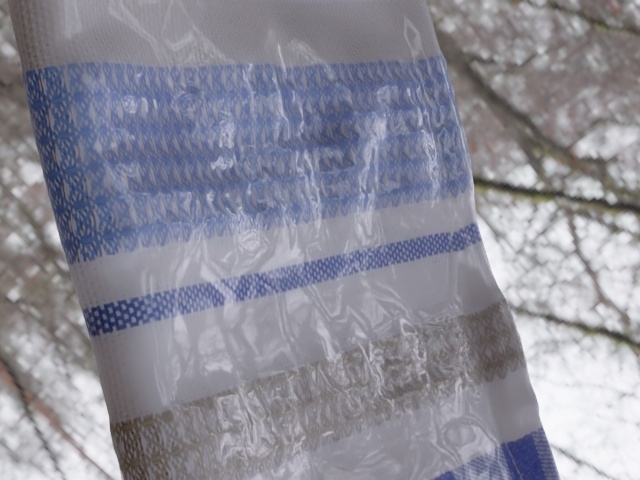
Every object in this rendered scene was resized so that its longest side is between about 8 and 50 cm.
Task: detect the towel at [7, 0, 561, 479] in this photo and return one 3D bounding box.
[{"bbox_3d":[0.000,0.000,0.436,0.034,0.285,0.209,-15,178,34],"label":"towel"}]
